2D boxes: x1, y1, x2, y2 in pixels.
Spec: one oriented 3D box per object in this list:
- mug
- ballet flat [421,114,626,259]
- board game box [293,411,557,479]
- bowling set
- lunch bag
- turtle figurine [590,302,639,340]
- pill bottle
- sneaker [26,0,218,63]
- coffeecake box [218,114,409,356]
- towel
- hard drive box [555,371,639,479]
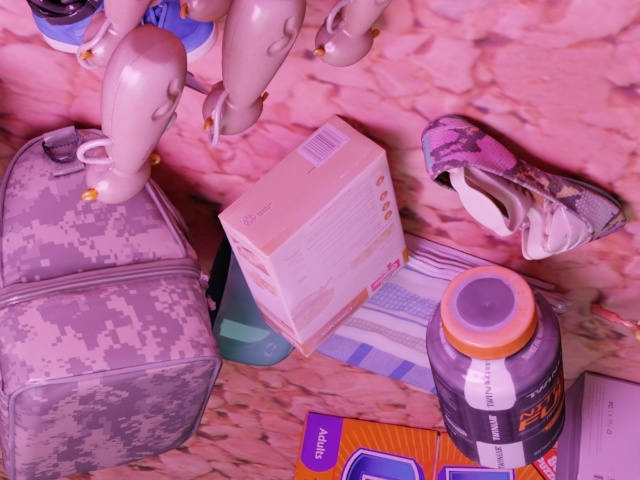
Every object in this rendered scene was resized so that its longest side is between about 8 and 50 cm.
[{"bbox_3d":[-0.058,0.059,1.321,0.097,0.130,0.158,15,161,-13],"label":"mug"},{"bbox_3d":[0.176,-0.032,1.150,0.221,0.079,0.077,26,145,-25],"label":"ballet flat"},{"bbox_3d":[0.124,0.486,1.755,0.356,0.356,0.357,8,149,4],"label":"board game box"},{"bbox_3d":[-0.093,-0.176,0.944,0.200,0.287,0.154,50,145,17],"label":"bowling set"},{"bbox_3d":[-0.228,0.064,1.272,0.212,0.256,0.305,-12,156,-17],"label":"lunch bag"},{"bbox_3d":[0.409,0.090,1.270,0.217,0.087,0.269,42,152,-19],"label":"turtle figurine"},{"bbox_3d":[0.173,0.121,1.287,0.130,0.131,0.246,2,149,14],"label":"pill bottle"},{"bbox_3d":[-0.160,-0.182,1.026,0.152,0.058,0.085,10,159,14],"label":"sneaker"},{"bbox_3d":[0.000,0.000,1.189,0.068,0.142,0.185,38,162,29],"label":"coffeecake box"},{"bbox_3d":[0.112,0.089,1.418,0.209,0.034,0.285,20,148,-14],"label":"towel"},{"bbox_3d":[0.390,0.269,1.485,0.232,0.181,0.089,14,150,-4],"label":"hard drive box"}]
